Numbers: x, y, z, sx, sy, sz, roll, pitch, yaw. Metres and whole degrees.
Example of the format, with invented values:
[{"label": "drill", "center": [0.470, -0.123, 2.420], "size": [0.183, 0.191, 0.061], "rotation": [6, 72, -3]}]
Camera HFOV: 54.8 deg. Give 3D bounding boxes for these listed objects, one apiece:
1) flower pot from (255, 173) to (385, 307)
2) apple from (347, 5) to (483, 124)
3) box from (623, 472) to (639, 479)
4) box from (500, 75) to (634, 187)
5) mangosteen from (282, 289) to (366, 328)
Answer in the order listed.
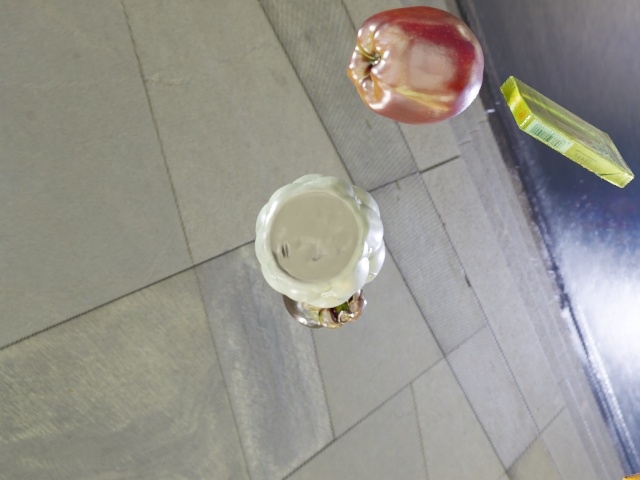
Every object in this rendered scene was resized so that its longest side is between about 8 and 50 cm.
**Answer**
[{"label": "flower pot", "center": [0.000, 0.000, 1.132], "size": [0.195, 0.246, 0.246], "rotation": [23, 75, -83]}, {"label": "apple", "center": [0.237, -0.431, 1.517], "size": [0.317, 0.288, 0.288], "rotation": [-3, 97, -28]}, {"label": "box", "center": [0.690, 0.451, 1.096], "size": [0.152, 0.237, 0.070], "rotation": [-1, 75, -24]}, {"label": "box", "center": [0.547, -0.241, 1.373], "size": [0.311, 0.043, 0.173], "rotation": [23, 38, -21]}, {"label": "mangosteen", "center": [0.018, 0.132, 1.546], "size": [0.211, 0.250, 0.211], "rotation": [-11, 115, -25]}]
